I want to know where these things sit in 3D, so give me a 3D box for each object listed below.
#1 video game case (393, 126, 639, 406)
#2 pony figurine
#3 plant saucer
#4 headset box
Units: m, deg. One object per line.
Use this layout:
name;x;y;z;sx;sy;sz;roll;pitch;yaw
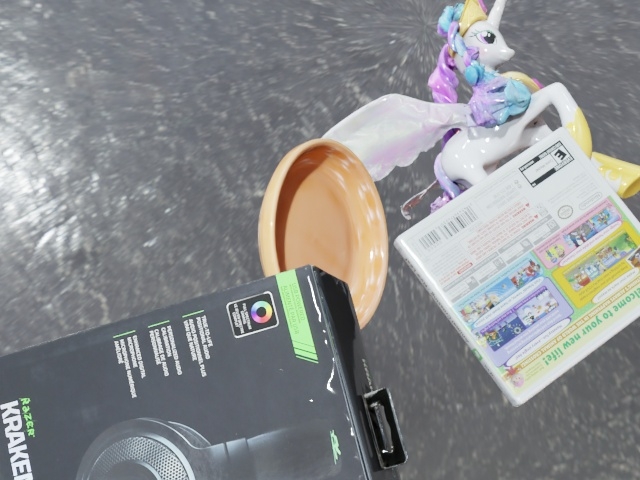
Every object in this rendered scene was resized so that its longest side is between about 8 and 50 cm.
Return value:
video game case;0.209;0.021;1.152;0.212;0.023;0.193;-33;80;-16
pony figurine;0.206;-0.121;1.620;0.351;0.302;0.363;-45;60;21
plant saucer;0.000;0.000;1.197;0.037;0.200;0.200;-5;101;35
headset box;-0.074;0.172;0.883;0.283;0.131;0.247;-16;78;10
